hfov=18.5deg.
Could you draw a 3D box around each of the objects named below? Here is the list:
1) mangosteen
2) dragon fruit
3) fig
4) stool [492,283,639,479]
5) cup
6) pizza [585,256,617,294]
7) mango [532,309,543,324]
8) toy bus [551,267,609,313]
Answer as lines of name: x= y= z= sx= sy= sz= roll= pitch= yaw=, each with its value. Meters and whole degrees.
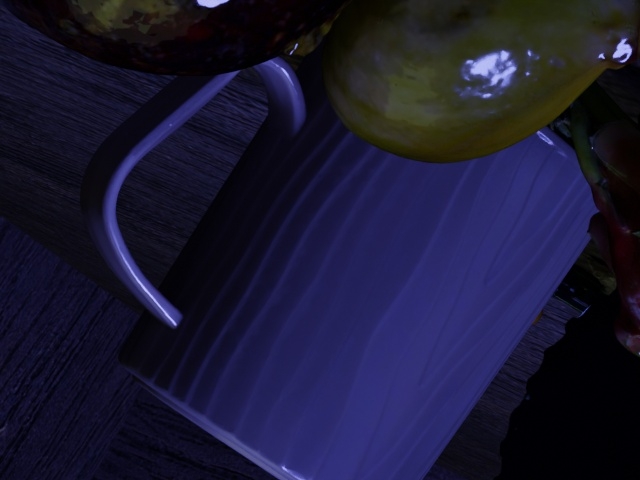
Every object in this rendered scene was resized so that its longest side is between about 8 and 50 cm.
mangosteen: x=-0.064 y=-0.178 z=0.816 sx=0.192 sy=0.192 sz=0.217 roll=25 pitch=138 yaw=23
dragon fruit: x=0.199 y=-0.008 z=1.043 sx=0.236 sy=0.135 sz=0.137 roll=49 pitch=172 yaw=-11
fig: x=0.068 y=-0.102 z=0.892 sx=0.121 sy=0.136 sz=0.153 roll=47 pitch=142 yaw=-9
stool: x=0.324 y=0.194 z=1.278 sx=0.330 sy=0.297 sz=0.297 roll=31 pitch=171 yaw=-41
cup: x=0.014 y=0.009 z=1.204 sx=0.208 sy=0.273 sz=0.288 roll=31 pitch=174 yaw=32
pizza: x=0.240 y=0.048 z=1.500 sx=0.109 sy=0.026 sz=0.123 roll=33 pitch=171 yaw=-10
mango: x=0.157 y=0.050 z=1.701 sx=0.089 sy=0.046 sz=0.060 roll=20 pitch=179 yaw=-34
toy bus: x=0.200 y=0.038 z=1.552 sx=0.083 sy=0.031 sz=0.037 roll=31 pitch=180 yaw=-12
